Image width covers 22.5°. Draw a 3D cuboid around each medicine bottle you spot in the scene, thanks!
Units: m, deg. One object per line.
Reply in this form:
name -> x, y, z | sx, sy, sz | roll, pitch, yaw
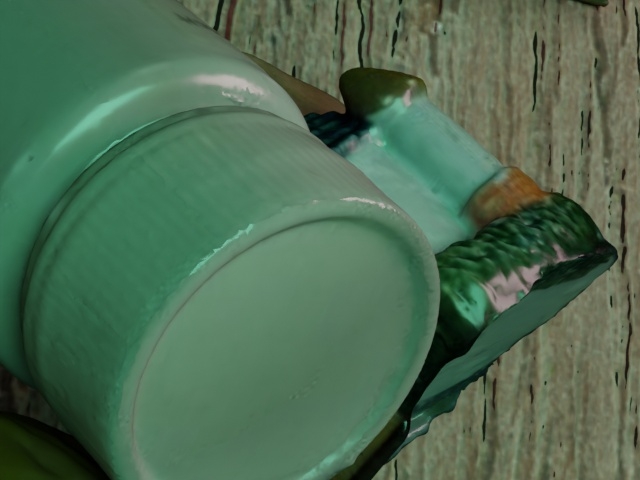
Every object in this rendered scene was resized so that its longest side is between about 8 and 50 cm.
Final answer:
medicine bottle -> -0.120, -0.031, 0.881 | 0.211, 0.371, 0.211 | -23, 134, -26

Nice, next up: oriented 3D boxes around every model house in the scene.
model house -> 0.000, 0.000, 1.044 | 0.291, 0.253, 0.184 | 44, 45, 7

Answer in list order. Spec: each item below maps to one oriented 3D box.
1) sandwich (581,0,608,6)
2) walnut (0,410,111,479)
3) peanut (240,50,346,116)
sandwich -> 0.187, -0.254, 1.188 | 0.198, 0.155, 0.227 | 47, 67, -11
walnut -> -0.175, 0.262, 0.827 | 0.308, 0.354, 0.398 | -37, 75, -28
peanut -> -0.034, -0.080, 1.110 | 0.152, 0.076, 0.076 | 28, 71, -20
